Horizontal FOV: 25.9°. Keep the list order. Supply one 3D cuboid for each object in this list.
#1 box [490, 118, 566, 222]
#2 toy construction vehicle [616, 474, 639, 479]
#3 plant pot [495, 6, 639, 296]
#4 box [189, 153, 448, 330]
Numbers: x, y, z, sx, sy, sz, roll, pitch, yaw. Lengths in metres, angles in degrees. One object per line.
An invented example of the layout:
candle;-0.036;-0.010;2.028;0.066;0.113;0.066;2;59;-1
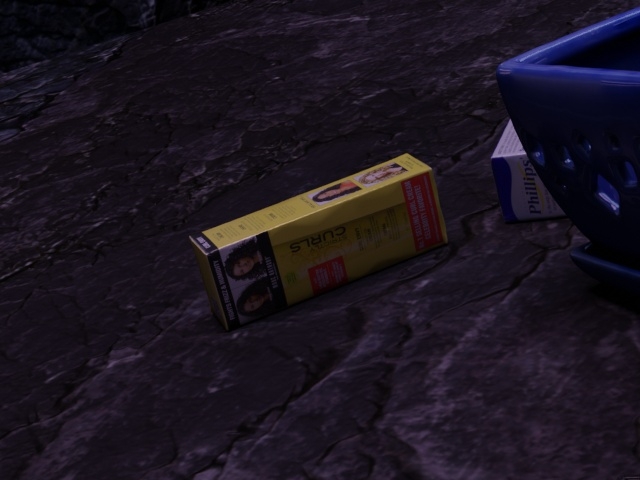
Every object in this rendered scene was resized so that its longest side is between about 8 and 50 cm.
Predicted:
box;0.248;-0.081;1.354;0.137;0.072;0.126;-5;24;22
toy construction vehicle;0.226;0.169;0.829;0.098;0.035;0.086;-6;12;14
plant pot;0.311;-0.071;1.086;0.236;0.212;0.236;-23;18;-18
box;0.000;0.000;1.307;0.232;0.087;0.058;-21;25;-16
